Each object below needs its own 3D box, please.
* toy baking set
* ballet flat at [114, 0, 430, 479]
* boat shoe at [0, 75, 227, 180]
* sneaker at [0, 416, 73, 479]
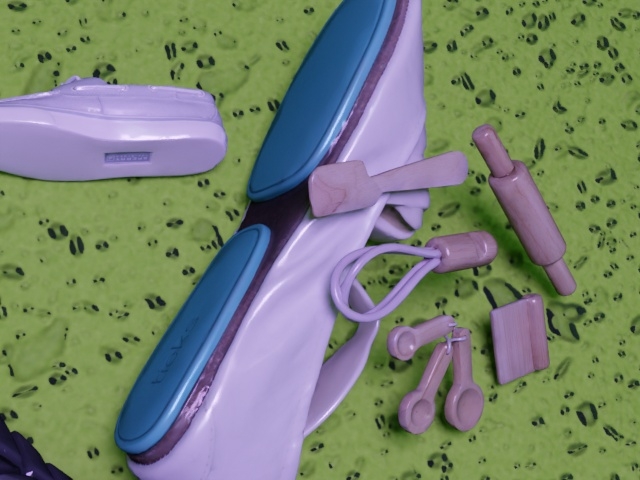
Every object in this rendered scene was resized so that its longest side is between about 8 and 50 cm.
[{"bbox_3d":[0.097,0.021,0.642,0.197,0.030,0.256,-46,120,-28],"label":"toy baking set"},{"bbox_3d":[0.000,0.000,0.654,0.139,0.139,0.400,28,70,-6],"label":"ballet flat"},{"bbox_3d":[-0.159,-0.086,0.660,0.184,0.066,0.063,-4,59,-15],"label":"boat shoe"},{"bbox_3d":[-0.142,0.214,0.548,0.341,0.125,0.140,30,91,-6],"label":"sneaker"}]
